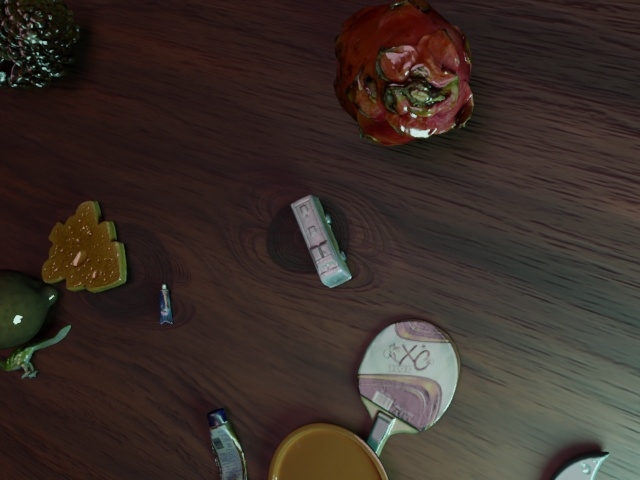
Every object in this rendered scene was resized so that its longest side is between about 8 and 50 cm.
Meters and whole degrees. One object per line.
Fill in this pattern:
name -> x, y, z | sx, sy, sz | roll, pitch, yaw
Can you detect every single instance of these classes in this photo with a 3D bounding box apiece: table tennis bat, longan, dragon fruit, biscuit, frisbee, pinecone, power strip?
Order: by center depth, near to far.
power strip -> 0.417, 0.438, 0.946 | 0.137, 0.044, 0.216 | -24, 74, 17
dragon fruit -> 0.134, -0.283, 1.067 | 0.315, 0.250, 0.251 | 0, 79, 65
table tennis bat -> 0.130, 0.280, 1.098 | 0.173, 0.022, 0.301 | 27, 91, 25
frisbee -> 0.015, 0.445, 1.100 | 0.250, 0.021, 0.251 | -1, 88, 29
longan -> -0.681, 0.144, 1.373 | 0.204, 0.159, 0.185 | -17, 58, -19
biscuit -> -0.507, 0.031, 1.379 | 0.238, 0.041, 0.212 | 31, 88, 23
pinecone -> -0.705, -0.461, 1.432 | 0.292, 0.246, 0.247 | -4, 80, 34

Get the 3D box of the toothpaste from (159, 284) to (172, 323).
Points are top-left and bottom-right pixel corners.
toothpaste -> -0.322, 0.133, 1.300 | 0.027, 0.019, 0.083 | -5, 80, -3

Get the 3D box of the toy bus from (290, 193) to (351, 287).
toy bus -> 0.000, 0.000, 1.164 | 0.057, 0.072, 0.172 | -25, 74, 12

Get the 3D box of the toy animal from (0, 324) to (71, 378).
toy animal -> -0.639, 0.261, 1.397 | 0.216, 0.041, 0.075 | -24, 73, 12

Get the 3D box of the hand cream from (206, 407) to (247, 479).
hand cream -> -0.181, 0.404, 1.197 | 0.062, 0.039, 0.163 | -18, 82, 16
